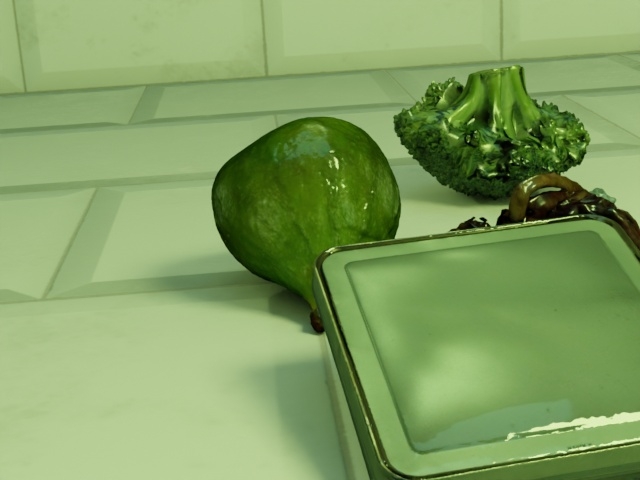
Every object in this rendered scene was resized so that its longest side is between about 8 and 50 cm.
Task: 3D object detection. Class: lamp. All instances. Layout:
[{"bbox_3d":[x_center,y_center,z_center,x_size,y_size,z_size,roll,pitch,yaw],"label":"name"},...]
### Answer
[{"bbox_3d":[0.145,0.077,0.813,0.269,0.047,0.266,-7,37,-9],"label":"lamp"}]

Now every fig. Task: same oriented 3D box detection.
[{"bbox_3d":[0.000,0.000,1.107,0.203,0.203,0.235,-9,57,-17],"label":"fig"}]

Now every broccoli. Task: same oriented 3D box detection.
[{"bbox_3d":[0.227,-0.141,1.436,0.226,0.176,0.198,-19,21,26],"label":"broccoli"}]

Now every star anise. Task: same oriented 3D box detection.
[{"bbox_3d":[0.202,0.004,1.045,0.190,0.125,0.220,-26,12,7],"label":"star anise"}]

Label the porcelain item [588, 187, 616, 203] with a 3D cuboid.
[{"bbox_3d":[0.337,-0.045,1.344,0.036,0.028,0.083,30,32,33],"label":"porcelain item"}]
